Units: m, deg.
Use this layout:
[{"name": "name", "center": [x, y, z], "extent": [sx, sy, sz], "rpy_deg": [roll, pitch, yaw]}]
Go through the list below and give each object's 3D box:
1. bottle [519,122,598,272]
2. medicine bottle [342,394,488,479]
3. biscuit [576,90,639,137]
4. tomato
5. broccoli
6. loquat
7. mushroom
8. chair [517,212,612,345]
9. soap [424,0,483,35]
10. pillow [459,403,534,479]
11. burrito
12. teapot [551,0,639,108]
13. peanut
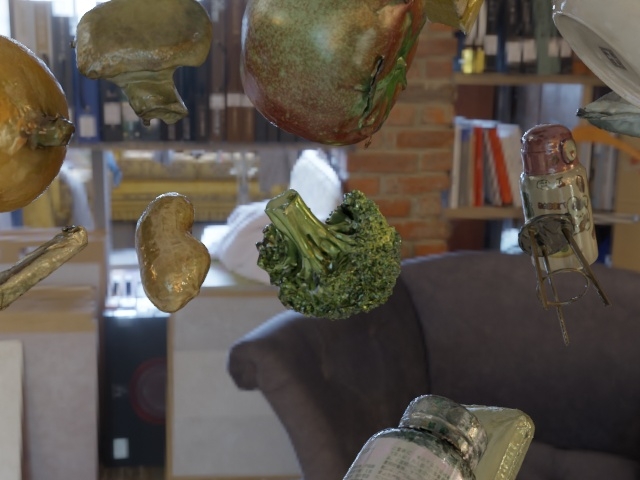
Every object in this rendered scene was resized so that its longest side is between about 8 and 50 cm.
[{"name": "bottle", "center": [0.409, -0.078, 1.650], "extent": [0.120, 0.253, 0.120], "rpy_deg": [-12, 19, 4]}, {"name": "medicine bottle", "center": [0.078, 0.303, 1.015], "extent": [0.141, 0.141, 0.293], "rpy_deg": [10, 46, 33]}, {"name": "biscuit", "center": [0.578, -0.225, 1.644], "extent": [0.186, 0.079, 0.309], "rpy_deg": [14, 20, 29]}, {"name": "tomato", "center": [0.009, -0.285, 1.346], "extent": [0.239, 0.303, 0.303], "rpy_deg": [22, 18, 10]}, {"name": "broccoli", "center": [0.018, 0.001, 2.013], "extent": [0.249, 0.302, 0.375], "rpy_deg": [-30, 24, -32]}, {"name": "loquat", "center": [-0.587, -0.203, 1.697], "extent": [0.359, 0.328, 0.328], "rpy_deg": [11, 17, 27]}, {"name": "mushroom", "center": [-0.341, -0.385, 1.810], "extent": [0.217, 0.292, 0.212], "rpy_deg": [22, -38, -35]}, {"name": "chair", "center": [0.361, 0.041, 1.462], "extent": [0.095, 0.104, 0.221], "rpy_deg": [24, 38, -21]}, {"name": "soap", "center": [0.270, -0.553, 1.690], "extent": [0.091, 0.315, 0.199], "rpy_deg": [21, -8, 25]}, {"name": "pillow", "center": [0.223, 0.434, 1.677], "extent": [0.255, 0.120, 0.322], "rpy_deg": [-7, 45, 48]}, {"name": "burrito", "center": [-0.345, 0.036, 1.124], "extent": [0.171, 0.042, 0.051], "rpy_deg": [-40, 12, -34]}, {"name": "teapot", "center": [0.294, -0.221, 0.838], "extent": [0.166, 0.299, 0.208], "rpy_deg": [-31, 25, 14]}, {"name": "peanut", "center": [-0.283, 0.018, 1.802], "extent": [0.137, 0.253, 0.122], "rpy_deg": [-8, -29, -18]}]
